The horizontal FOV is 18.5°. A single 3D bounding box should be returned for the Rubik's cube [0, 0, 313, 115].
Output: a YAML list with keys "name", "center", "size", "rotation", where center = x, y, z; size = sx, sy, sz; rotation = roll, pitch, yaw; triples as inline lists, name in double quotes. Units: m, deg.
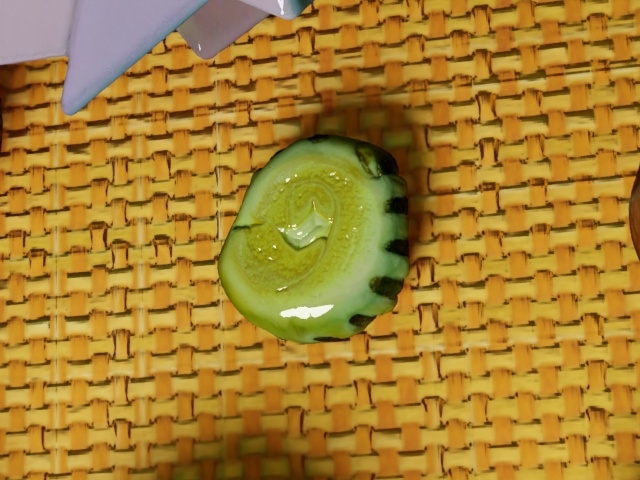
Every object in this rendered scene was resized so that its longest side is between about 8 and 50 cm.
- name: "Rubik's cube"
  center: [-0.120, -0.286, 1.255]
  size: [0.368, 0.358, 0.387]
  rotation: [25, 127, 12]

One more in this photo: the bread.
- name: "bread"
  center: [0.000, 0.000, 1.302]
  size: [0.130, 0.071, 0.139]
  rotation: [2, 81, 20]

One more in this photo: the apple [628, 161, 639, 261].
- name: "apple"
  center: [0.308, -0.038, 1.163]
  size: [0.226, 0.246, 0.246]
  rotation: [25, 86, 4]

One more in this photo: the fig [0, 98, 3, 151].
- name: "fig"
  center: [-0.320, -0.127, 1.389]
  size: [0.217, 0.217, 0.321]
  rotation: [-13, 46, 13]
